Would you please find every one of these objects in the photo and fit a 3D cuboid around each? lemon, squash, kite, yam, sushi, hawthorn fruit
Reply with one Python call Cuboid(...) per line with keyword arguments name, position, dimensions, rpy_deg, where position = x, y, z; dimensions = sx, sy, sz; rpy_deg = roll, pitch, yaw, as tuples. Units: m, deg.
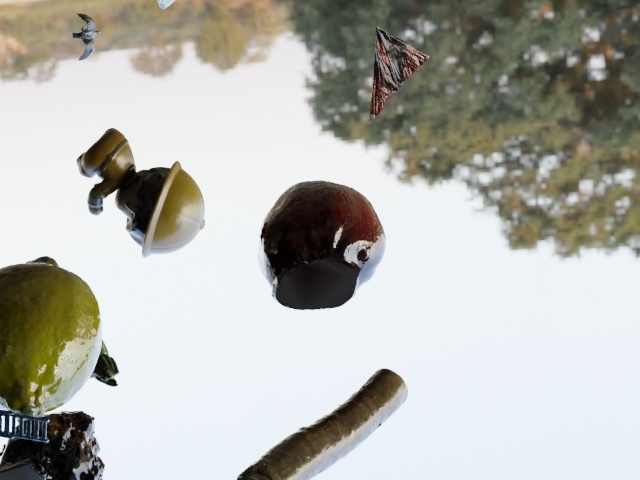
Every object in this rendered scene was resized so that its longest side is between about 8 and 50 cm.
Cuboid(name="lemon", position=(-0.380, 0.132, 1.601), dimensions=(0.184, 0.184, 0.248), rpy_deg=(-5, -129, 5))
Cuboid(name="squash", position=(-0.426, 0.150, 2.029), dimensions=(0.094, 0.094, 0.341), rpy_deg=(-13, -139, -35))
Cuboid(name="kite", position=(0.110, -0.296, 1.990), dimensions=(0.008, 0.125, 0.222), rpy_deg=(-11, 163, -29))
Cuboid(name="yam", position=(0.014, 0.276, 1.737), dimensions=(0.081, 0.081, 0.356), rpy_deg=(2, -159, 37))
Cuboid(name="sushi", position=(-0.380, 0.323, 1.748), dimensions=(0.153, 0.172, 0.150), rpy_deg=(-20, -144, 23))
Cuboid(name="hawthorn fruit", position=(0.000, 0.000, 2.001), dimensions=(0.215, 0.215, 0.250), rpy_deg=(-6, -166, -1))

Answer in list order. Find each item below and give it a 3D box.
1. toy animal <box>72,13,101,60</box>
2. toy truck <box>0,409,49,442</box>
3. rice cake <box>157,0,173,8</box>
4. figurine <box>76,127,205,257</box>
Cuboid(name="toy animal", position=(-0.378, -0.334, 1.977), dimensions=(0.028, 0.084, 0.050), rpy_deg=(19, -142, 15))
Cuboid(name="toy truck", position=(-0.401, 0.227, 1.477), dimensions=(0.136, 0.063, 0.074), rpy_deg=(5, -175, 25))
Cuboid(name="rice cake", position=(-0.126, -0.391, 1.527), dimensions=(0.237, 0.043, 0.127), rpy_deg=(-46, -179, -6))
Cuboid(name="figurine", position=(-0.327, -0.089, 2.247), dimensions=(0.167, 0.257, 0.192), rpy_deg=(-28, -155, 44))
